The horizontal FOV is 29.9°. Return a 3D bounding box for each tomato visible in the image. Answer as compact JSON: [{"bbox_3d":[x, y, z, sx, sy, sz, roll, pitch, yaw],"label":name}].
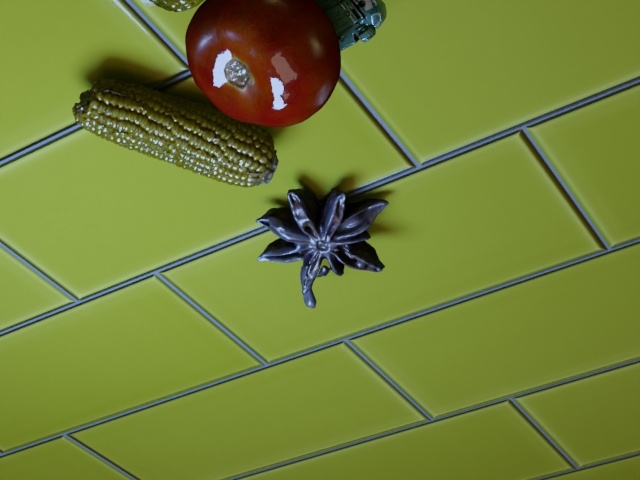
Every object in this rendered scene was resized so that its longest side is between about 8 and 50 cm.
[{"bbox_3d":[-0.067,-0.230,1.469,0.195,0.136,0.195,20,136,21],"label":"tomato"}]

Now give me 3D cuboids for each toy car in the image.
[{"bbox_3d":[0.003,-0.279,1.523,0.186,0.058,0.093,-23,115,44],"label":"toy car"}]

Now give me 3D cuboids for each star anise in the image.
[{"bbox_3d":[0.000,0.000,1.855,0.209,0.089,0.231,32,128,-16],"label":"star anise"}]

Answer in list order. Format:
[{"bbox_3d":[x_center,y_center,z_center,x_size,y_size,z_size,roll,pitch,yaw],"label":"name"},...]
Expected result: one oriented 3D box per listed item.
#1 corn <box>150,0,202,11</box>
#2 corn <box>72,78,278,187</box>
[{"bbox_3d":[-0.262,-0.386,1.358,0.120,0.120,0.363,-29,137,32],"label":"corn"},{"bbox_3d":[-0.197,-0.153,1.667,0.293,0.106,0.106,20,138,-18],"label":"corn"}]
